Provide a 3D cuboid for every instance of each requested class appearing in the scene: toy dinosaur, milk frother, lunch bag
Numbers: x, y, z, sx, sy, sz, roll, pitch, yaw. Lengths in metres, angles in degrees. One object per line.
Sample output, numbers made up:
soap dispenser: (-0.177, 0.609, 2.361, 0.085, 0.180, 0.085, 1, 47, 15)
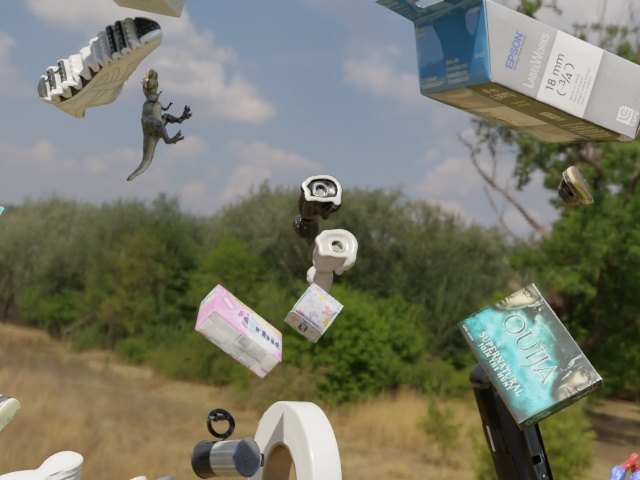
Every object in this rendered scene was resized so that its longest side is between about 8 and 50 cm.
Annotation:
toy dinosaur: (-0.356, -0.255, 2.170, 0.118, 0.268, 0.064, -1, -20, 15)
milk frother: (-0.196, 0.438, 2.115, 0.134, 0.143, 0.129, -12, -3, 37)
lunch bag: (-0.013, 0.128, 1.680, 0.071, 0.083, 0.053, 39, 17, 2)

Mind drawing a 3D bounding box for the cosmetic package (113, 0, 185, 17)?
cosmetic package: (-0.372, -0.601, 1.837, 0.156, 0.217, 0.385, 14, -9, 19)

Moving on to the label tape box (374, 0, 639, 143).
label tape box: (0.244, -0.236, 1.339, 0.333, 0.106, 0.240, 19, -1, -17)

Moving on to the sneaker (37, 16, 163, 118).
sneaker: (-0.431, -0.351, 1.984, 0.292, 0.110, 0.118, -28, -42, 17)

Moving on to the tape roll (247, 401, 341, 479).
tape roll: (-0.065, 0.554, 2.176, 0.072, 0.392, 0.392, 7, -3, -23)

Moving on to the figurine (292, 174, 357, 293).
figurine: (0.000, 0.000, 2.111, 0.092, 0.215, 0.209, -7, -25, -17)

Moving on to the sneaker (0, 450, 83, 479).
sneaker: (-0.507, 0.453, 1.721, 0.080, 0.094, 0.212, 18, 20, 36)

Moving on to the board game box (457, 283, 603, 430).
board game box: (0.285, 0.156, 1.340, 0.126, 0.186, 0.026, -29, -42, 0)

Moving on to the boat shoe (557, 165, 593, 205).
boat shoe: (0.432, -0.085, 1.668, 0.049, 0.056, 0.152, -23, -22, 19)

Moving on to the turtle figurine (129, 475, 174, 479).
turtle figurine: (-0.315, 0.584, 1.784, 0.197, 0.266, 0.275, -6, -28, -34)

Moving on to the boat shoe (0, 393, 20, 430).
boat shoe: (-0.593, 0.327, 1.724, 0.042, 0.133, 0.049, 14, -42, 33)

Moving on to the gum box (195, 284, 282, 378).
gum box: (-0.159, 0.189, 1.985, 0.188, 0.062, 0.107, 40, 20, -17)

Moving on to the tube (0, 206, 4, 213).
tube: (-0.672, -0.071, 1.724, 0.207, 0.080, 0.052, 32, -3, -29)

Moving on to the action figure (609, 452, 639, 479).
action figure: (0.519, 0.496, 1.738, 0.280, 0.139, 0.091, -15, 7, -39)

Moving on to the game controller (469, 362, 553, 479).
game controller: (0.382, 0.394, 1.932, 0.067, 0.319, 0.166, -16, 4, -17)
